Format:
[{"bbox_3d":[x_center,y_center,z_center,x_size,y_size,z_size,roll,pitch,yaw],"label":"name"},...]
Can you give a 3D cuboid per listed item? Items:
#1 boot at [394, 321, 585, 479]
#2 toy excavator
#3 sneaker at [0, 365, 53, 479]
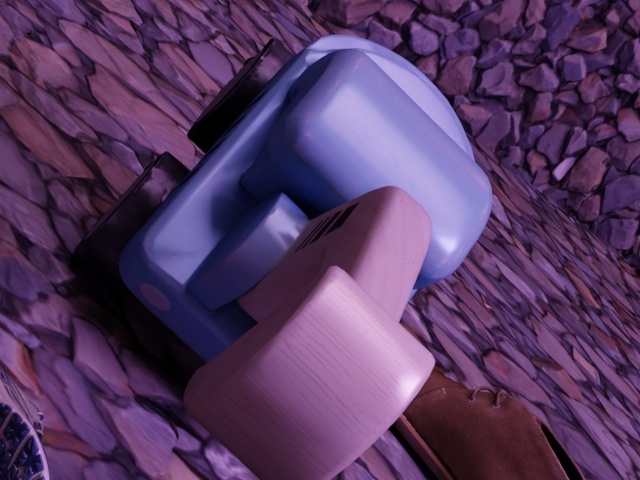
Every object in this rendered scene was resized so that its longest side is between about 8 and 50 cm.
[{"bbox_3d":[0.141,0.168,1.513,0.112,0.115,0.305,26,24,-48],"label":"boot"},{"bbox_3d":[0.000,0.000,1.128,0.222,0.445,0.433,43,59,-8],"label":"toy excavator"},{"bbox_3d":[-0.174,0.108,0.943,0.058,0.052,0.135,31,21,-56],"label":"sneaker"}]
